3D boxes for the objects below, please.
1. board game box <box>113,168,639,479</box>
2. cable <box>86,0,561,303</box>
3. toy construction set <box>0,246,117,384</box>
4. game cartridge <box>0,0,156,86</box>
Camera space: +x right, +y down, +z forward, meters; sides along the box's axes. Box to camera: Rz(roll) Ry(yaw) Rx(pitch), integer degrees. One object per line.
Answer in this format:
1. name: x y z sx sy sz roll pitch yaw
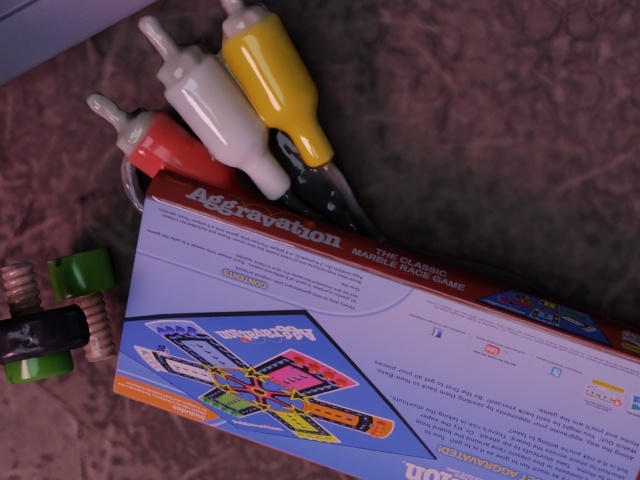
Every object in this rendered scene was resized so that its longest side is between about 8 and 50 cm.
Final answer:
1. board game box: 0.034 0.068 1.012 0.281 0.027 0.145 19 129 6
2. cable: 0.000 0.000 1.008 0.287 0.072 0.139 46 112 -2
3. toy construction set: -0.290 -0.019 0.960 0.308 0.257 0.237 -12 90 7
4. game cartridge: -0.117 -0.221 0.936 0.355 0.068 0.230 -26 122 15
